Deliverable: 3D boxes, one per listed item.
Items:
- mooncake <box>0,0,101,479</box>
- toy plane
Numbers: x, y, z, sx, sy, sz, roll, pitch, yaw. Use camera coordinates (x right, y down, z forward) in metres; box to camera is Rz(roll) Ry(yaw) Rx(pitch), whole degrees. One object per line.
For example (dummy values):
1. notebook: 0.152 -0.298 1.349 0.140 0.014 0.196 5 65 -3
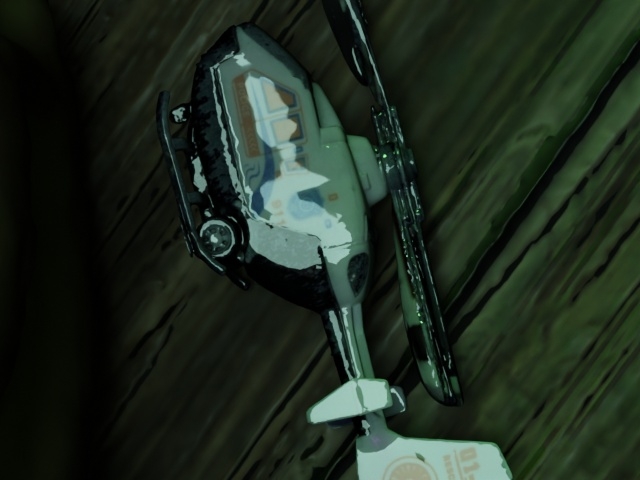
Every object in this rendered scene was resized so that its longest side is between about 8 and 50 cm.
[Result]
1. mooncake: -0.224 -0.008 0.533 0.246 0.394 0.393 -14 117 16
2. toy plane: -0.001 0.001 0.656 0.078 0.053 0.197 -18 80 5
